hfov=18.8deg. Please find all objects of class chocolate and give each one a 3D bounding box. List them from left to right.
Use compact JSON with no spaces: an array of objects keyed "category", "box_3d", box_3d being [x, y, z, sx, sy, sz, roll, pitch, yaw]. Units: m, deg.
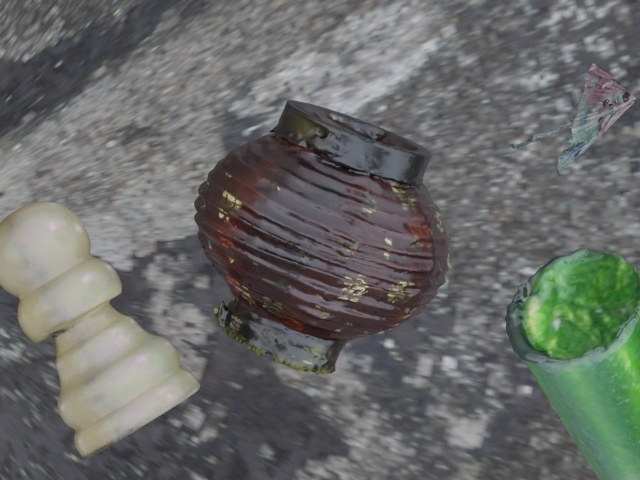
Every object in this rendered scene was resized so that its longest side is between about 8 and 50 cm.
[{"category":"chocolate","box_3d":[0.235,0.133,1.481,0.110,0.110,0.291,-41,134,-11]}]

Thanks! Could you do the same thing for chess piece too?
[{"category":"chess piece","box_3d":[-0.165,0.055,1.314,0.094,0.094,0.170,-33,92,-12]}]

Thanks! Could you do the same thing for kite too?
[{"category":"kite","box_3d":[0.236,-0.111,1.799,0.156,0.139,0.011,-23,52,-27]}]

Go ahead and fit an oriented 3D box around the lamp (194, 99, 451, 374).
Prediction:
[{"category":"lamp","box_3d":[0.000,0.000,1.735,0.247,0.247,0.247,0,90,-14]}]
